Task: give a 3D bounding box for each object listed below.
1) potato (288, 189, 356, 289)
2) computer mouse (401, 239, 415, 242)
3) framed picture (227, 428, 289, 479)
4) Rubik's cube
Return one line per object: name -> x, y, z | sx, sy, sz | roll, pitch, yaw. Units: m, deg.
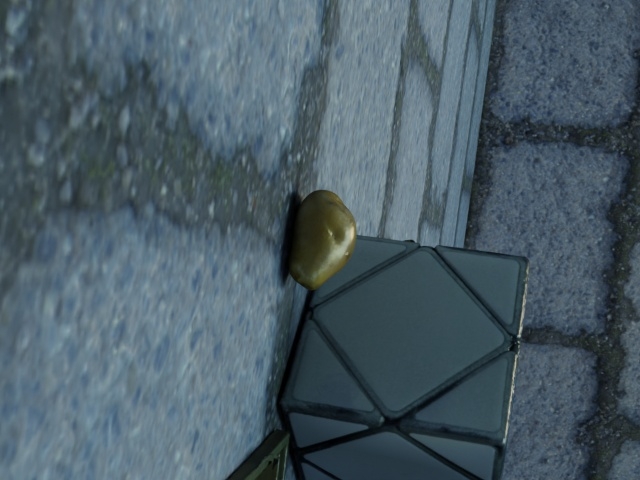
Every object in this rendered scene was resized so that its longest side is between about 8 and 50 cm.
potato -> 0.000, 0.000, 0.816 | 0.083, 0.062, 0.068 | -57, 146, -12
computer mouse -> 0.104, 0.062, 1.347 | 0.245, 0.056, 0.126 | -14, 112, -79
framed picture -> -0.072, 0.278, 0.728 | 0.281, 0.019, 0.209 | -12, 110, -77
Rubik's cube -> 0.090, 0.138, 0.956 | 0.205, 0.207, 0.205 | 84, 20, -53
